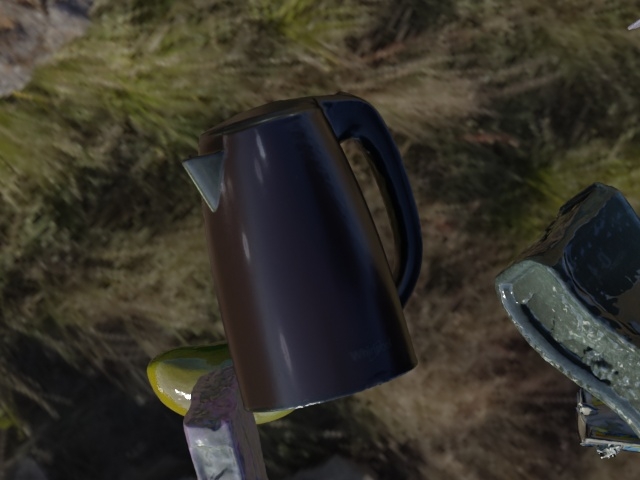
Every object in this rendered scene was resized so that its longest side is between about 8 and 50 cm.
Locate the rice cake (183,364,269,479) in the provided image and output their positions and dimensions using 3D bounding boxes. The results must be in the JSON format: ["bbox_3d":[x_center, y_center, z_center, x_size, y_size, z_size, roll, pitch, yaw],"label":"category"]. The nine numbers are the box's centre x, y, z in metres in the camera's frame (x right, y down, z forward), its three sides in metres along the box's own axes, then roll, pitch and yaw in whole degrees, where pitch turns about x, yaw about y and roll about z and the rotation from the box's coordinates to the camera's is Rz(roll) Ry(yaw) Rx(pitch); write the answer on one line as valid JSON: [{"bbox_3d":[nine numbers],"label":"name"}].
[{"bbox_3d":[-0.068,0.271,1.359,0.050,0.106,0.297,-10,107,7],"label":"rice cake"}]

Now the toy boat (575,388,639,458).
[{"bbox_3d":[0.408,0.231,1.798,0.210,0.084,0.066,7,130,-4],"label":"toy boat"}]

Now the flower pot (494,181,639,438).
[{"bbox_3d":[0.253,0.070,1.160,0.108,0.229,0.103,-40,168,-33],"label":"flower pot"}]

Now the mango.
[{"bbox_3d":[-0.110,0.171,1.777,0.191,0.085,0.122,0,143,4],"label":"mango"}]

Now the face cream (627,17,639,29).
[{"bbox_3d":[0.477,-0.297,1.656,0.274,0.154,0.096,-18,81,-40],"label":"face cream"}]

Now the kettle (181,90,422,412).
[{"bbox_3d":[0.000,0.000,1.172,0.202,0.144,0.232,-16,93,-29],"label":"kettle"}]
